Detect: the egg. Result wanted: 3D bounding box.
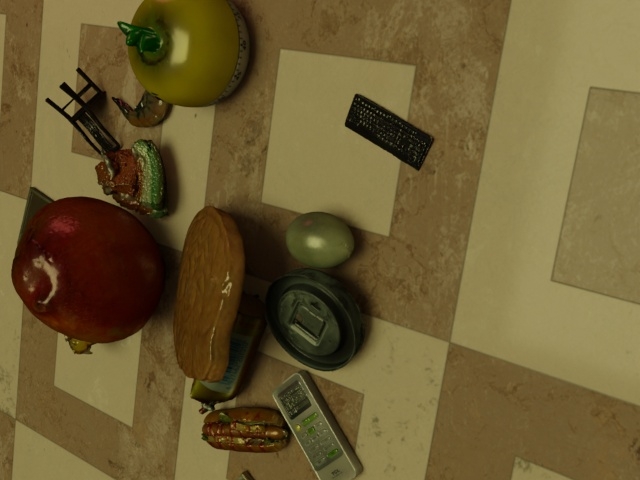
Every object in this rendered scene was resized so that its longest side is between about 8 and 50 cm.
[{"bbox_3d":[0.000,0.000,1.612,0.152,0.114,0.114,16,104,34],"label":"egg"}]

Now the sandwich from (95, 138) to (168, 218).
[{"bbox_3d":[-0.443,-0.140,1.894,0.109,0.160,0.185,117,140,-73],"label":"sandwich"}]

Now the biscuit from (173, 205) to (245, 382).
[{"bbox_3d":[-0.254,0.109,1.716,0.385,0.062,0.365,-160,79,-67],"label":"biscuit"}]

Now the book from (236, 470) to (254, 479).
[{"bbox_3d":[-0.127,0.712,1.837,0.310,0.021,0.217,44,118,24],"label":"book"}]

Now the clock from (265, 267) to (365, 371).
[{"bbox_3d":[-0.013,0.161,1.640,0.226,0.049,0.226,18,124,29],"label":"clock"}]

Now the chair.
[{"bbox_3d":[-0.574,-0.317,2.032,0.084,0.101,0.212,-29,115,35],"label":"chair"}]

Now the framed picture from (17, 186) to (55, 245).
[{"bbox_3d":[-0.739,-0.013,2.206,0.260,0.023,0.189,28,110,31],"label":"framed picture"}]

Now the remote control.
[{"bbox_3d":[-0.009,0.404,1.711,0.103,0.034,0.250,-41,71,32],"label":"remote control"}]

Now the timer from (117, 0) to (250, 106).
[{"bbox_3d":[-0.312,-0.416,1.702,0.285,0.285,0.285,4,97,36],"label":"timer"}]

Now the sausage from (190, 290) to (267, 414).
[{"bbox_3d":[-0.208,0.262,1.794,0.117,0.125,0.317,34,116,25],"label":"sausage"}]

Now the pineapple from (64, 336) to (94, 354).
[{"bbox_3d":[-0.602,0.200,2.097,0.250,0.140,0.164,54,164,36],"label":"pineapple"}]

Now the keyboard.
[{"bbox_3d":[0.127,-0.211,1.559,0.196,0.015,0.074,36,115,28],"label":"keyboard"}]

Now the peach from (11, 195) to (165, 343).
[{"bbox_3d":[-0.538,0.070,1.862,0.290,0.372,0.373,2,96,33],"label":"peach"}]

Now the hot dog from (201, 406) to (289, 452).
[{"bbox_3d":[-0.173,0.427,1.809,0.250,0.076,0.104,-5,91,38],"label":"hot dog"}]

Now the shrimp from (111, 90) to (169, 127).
[{"bbox_3d":[-0.446,-0.400,1.937,0.198,0.051,0.262,-6,94,37],"label":"shrimp"}]
